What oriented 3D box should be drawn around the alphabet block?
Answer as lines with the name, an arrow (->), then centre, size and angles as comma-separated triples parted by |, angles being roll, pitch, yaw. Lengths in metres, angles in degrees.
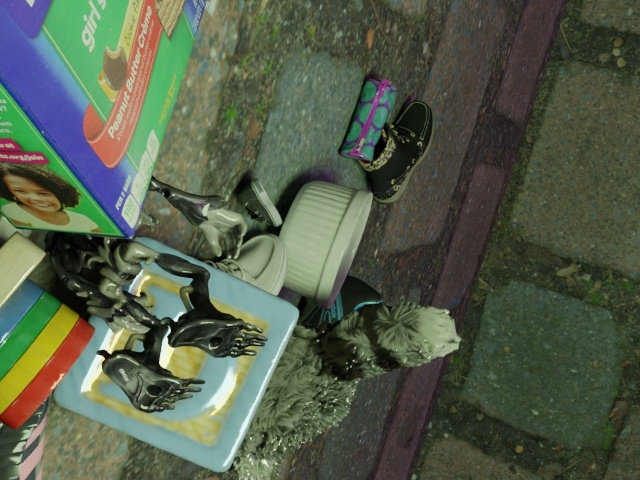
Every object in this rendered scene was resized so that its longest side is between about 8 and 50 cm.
alphabet block -> -0.158, 0.122, 0.845 | 0.192, 0.194, 0.197 | -64, -173, -10

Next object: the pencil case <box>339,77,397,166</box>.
pencil case -> 0.088, -0.216, 1.378 | 0.070, 0.065, 0.151 | -136, -115, -87

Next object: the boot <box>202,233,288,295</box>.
boot -> -0.131, 0.063, 1.069 | 0.258, 0.095, 0.123 | -58, 157, -31

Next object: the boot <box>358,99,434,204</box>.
boot -> 0.151, -0.205, 1.509 | 0.236, 0.085, 0.178 | -64, 155, -12

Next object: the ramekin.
ramekin -> 0.000, 0.000, 1.252 | 0.207, 0.109, 0.207 | 20, 90, -82

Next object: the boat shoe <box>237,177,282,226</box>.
boat shoe -> -0.092, -0.052, 1.138 | 0.040, 0.049, 0.142 | -30, 159, -2

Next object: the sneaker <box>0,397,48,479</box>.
sneaker -> -0.330, 0.197, 0.751 | 0.131, 0.112, 0.318 | -173, -91, -69

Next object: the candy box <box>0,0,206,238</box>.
candy box -> -0.209, -0.194, 0.548 | 0.317, 0.122, 0.268 | 67, 29, -59

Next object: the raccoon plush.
raccoon plush -> -0.003, 0.263, 1.171 | 0.299, 0.447, 0.216 | 73, 16, -55

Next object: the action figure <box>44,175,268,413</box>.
action figure -> -0.156, 0.021, 0.685 | 0.164, 0.275, 0.141 | -44, 140, 12

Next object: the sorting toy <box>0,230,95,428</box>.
sorting toy -> -0.275, 0.127, 0.564 | 0.257, 0.089, 0.255 | -53, -165, -15

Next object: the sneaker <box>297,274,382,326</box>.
sneaker -> -0.008, 0.202, 1.411 | 0.340, 0.140, 0.125 | -58, 159, -22

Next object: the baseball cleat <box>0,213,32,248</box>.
baseball cleat -> -0.300, -0.034, 0.628 | 0.109, 0.072, 0.206 | -69, 157, -3
